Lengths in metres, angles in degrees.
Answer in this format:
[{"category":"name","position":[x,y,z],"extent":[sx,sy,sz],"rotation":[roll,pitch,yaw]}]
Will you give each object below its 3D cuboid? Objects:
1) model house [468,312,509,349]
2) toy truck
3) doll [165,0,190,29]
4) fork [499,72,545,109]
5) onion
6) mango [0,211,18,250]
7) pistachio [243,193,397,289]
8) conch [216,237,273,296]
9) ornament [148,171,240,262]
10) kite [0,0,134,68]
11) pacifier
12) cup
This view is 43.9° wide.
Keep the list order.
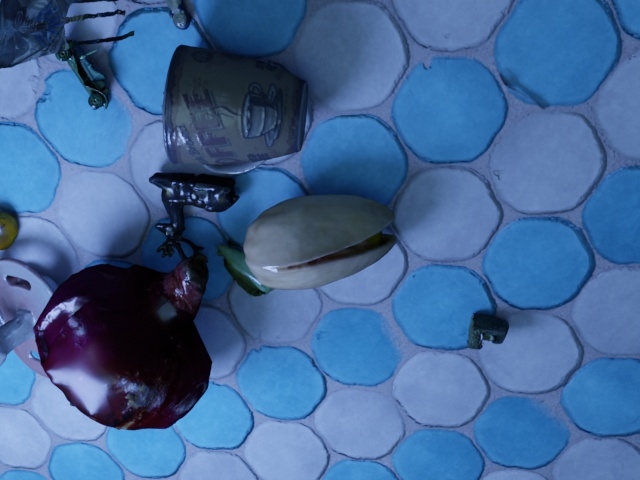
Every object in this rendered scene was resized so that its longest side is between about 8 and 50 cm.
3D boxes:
[{"category":"model house","position":[0.368,0.202,1.736],"extent":[0.083,0.079,0.066],"rotation":[9,120,5]},{"category":"toy truck","position":[-0.473,-0.344,1.628],"extent":[0.078,0.080,0.154],"rotation":[-33,109,-4]},{"category":"doll","position":[-0.286,-0.471,1.543],"extent":[0.037,0.027,0.125],"rotation":[-10,115,24]},{"category":"fork","position":[0.383,-0.282,1.518],"extent":[0.115,0.016,0.012],"rotation":[34,110,-9]},{"category":"onion","position":[-0.373,0.179,1.725],"extent":[0.398,0.398,0.420],"rotation":[41,100,-11]},{"category":"mango","position":[-0.746,-0.019,1.851],"extent":[0.079,0.057,0.114],"rotation":[-5,142,-23]},{"category":"pistachio","position":[0.000,0.000,1.630],"extent":[0.318,0.214,0.193],"rotation":[-12,113,4]},{"category":"conch","position":[-0.167,0.069,1.778],"extent":[0.170,0.079,0.106],"rotation":[31,118,8]},{"category":"ornament","position":[-0.271,-0.031,1.743],"extent":[0.202,0.080,0.236],"rotation":[7,116,11]},{"category":"kite","position":[-0.509,-0.420,1.571],"extent":[0.310,0.015,0.169],"rotation":[1,76,11]},{"category":"pacifier","position":[-0.701,0.200,1.873],"extent":[0.220,0.273,0.332],"rotation":[-8,117,-3]},{"category":"cup","position":[-0.158,-0.224,1.560],"extent":[0.257,0.227,0.301],"rotation":[9,147,2]}]
